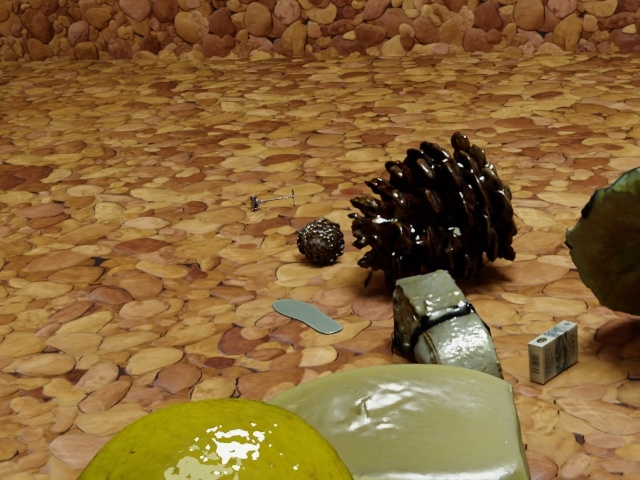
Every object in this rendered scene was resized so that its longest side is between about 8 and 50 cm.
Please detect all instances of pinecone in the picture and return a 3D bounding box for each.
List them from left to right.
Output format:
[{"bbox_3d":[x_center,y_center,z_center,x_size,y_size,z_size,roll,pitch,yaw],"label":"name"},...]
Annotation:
[{"bbox_3d":[0.000,0.000,1.874,0.077,0.077,0.083,-10,12,-16],"label":"pinecone"},{"bbox_3d":[0.173,-0.039,1.740,0.272,0.224,0.224,-15,23,-17],"label":"pinecone"}]

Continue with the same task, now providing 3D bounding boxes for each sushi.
[{"bbox_3d":[0.160,0.123,1.457,0.134,0.109,0.273,-4,21,3],"label":"sushi"}]

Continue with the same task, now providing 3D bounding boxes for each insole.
[{"bbox_3d":[-0.020,0.109,1.678,0.053,0.002,0.153,-15,23,-29],"label":"insole"}]

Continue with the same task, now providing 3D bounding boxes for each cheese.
[{"bbox_3d":[0.061,0.224,1.184,0.316,0.128,0.259,-4,22,6],"label":"cheese"}]

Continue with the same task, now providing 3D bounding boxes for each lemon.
[{"bbox_3d":[-0.090,0.257,0.958,0.267,0.267,0.267,-3,20,1],"label":"lemon"}]

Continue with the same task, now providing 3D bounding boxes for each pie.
[{"bbox_3d":[0.485,0.017,1.461,0.371,0.296,0.078,22,52,-22],"label":"pie"}]

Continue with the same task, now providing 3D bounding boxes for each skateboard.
[{"bbox_3d":[-0.090,-0.079,2.162,0.083,0.032,0.064,-8,11,-3],"label":"skateboard"}]

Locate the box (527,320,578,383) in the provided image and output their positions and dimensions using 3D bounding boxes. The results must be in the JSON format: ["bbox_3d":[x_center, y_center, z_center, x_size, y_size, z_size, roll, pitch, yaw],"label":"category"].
[{"bbox_3d":[0.296,0.141,1.462,0.024,0.054,0.083,10,24,43],"label":"box"}]
